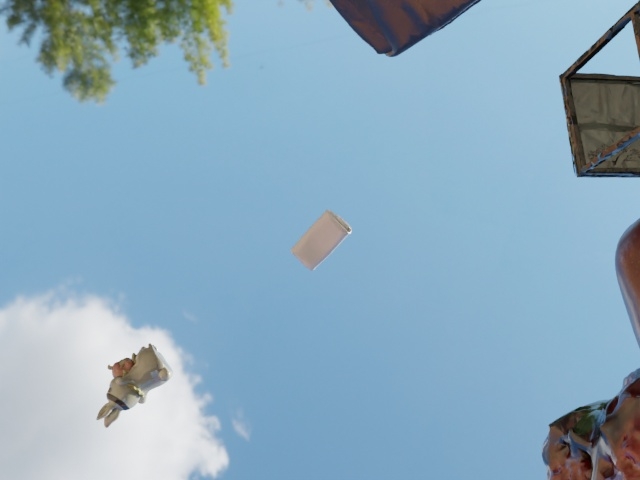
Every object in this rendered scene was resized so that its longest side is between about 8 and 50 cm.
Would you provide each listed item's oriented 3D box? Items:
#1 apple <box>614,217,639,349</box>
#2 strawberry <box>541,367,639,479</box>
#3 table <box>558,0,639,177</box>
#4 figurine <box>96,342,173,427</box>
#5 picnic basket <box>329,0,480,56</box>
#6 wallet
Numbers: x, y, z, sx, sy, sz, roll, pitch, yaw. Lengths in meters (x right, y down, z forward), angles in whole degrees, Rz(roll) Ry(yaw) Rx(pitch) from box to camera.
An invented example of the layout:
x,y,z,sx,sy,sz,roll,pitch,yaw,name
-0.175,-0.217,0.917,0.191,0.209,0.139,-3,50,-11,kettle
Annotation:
x,y,z,sx,sy,sz,roll,pitch,yaw,name
0.498,0.072,0.912,0.288,0.288,0.317,-19,-131,-8,apple
0.330,0.238,0.654,0.238,0.250,0.288,-21,-119,-14,strawberry
0.663,-0.259,1.450,0.335,0.272,0.222,-1,-107,-12,table
-0.333,0.253,1.405,0.146,0.081,0.098,-38,-154,-5,figurine
0.135,-0.376,1.060,0.297,0.222,0.129,-28,-156,47,picnic basket
0.000,0.000,1.465,0.122,0.061,0.025,-47,-176,35,wallet
